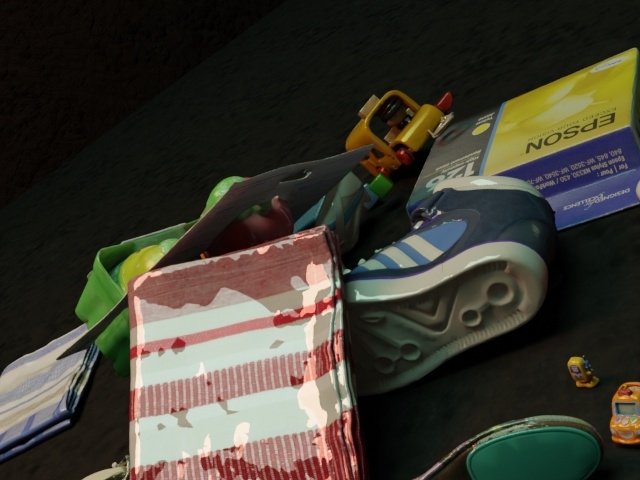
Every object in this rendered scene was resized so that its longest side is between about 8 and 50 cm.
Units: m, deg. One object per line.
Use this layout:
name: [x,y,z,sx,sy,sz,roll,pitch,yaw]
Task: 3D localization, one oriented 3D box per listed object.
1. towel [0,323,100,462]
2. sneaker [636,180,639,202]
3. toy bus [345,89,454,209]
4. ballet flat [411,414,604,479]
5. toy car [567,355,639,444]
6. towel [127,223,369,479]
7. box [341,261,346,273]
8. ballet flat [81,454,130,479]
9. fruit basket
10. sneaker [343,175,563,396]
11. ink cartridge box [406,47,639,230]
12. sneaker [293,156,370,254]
towel: [-0.433,0.232,1.614,0.209,0.034,0.285,-29,22,11]
sneaker: [0.426,-0.117,1.127,0.237,0.086,0.085,-36,23,-5]
toy bus: [0.105,-0.166,1.566,0.202,0.104,0.191,-49,4,28]
ballet flat: [0.125,0.200,0.880,0.221,0.077,0.079,-30,2,7]
toy car: [0.238,0.132,0.901,0.060,0.040,0.122,-40,23,-19]
towel: [-0.080,0.151,1.026,0.237,0.037,0.329,-16,57,14]
box: [0.002,0.085,1.262,0.101,0.087,0.102,-30,21,4]
ballet flat: [-0.271,0.306,1.188,0.188,0.070,0.070,-36,22,-10]
fruit basket: [-0.127,0.003,1.291,0.353,0.165,0.327,-49,-14,30]
sneaker: [0.107,0.036,1.172,0.323,0.130,0.236,-22,22,22]
ink cartridge box: [0.262,-0.104,1.348,0.304,0.072,0.307,-20,23,28]
sneaker: [0.000,0.000,1.462,0.087,0.092,0.228,-2,56,52]
